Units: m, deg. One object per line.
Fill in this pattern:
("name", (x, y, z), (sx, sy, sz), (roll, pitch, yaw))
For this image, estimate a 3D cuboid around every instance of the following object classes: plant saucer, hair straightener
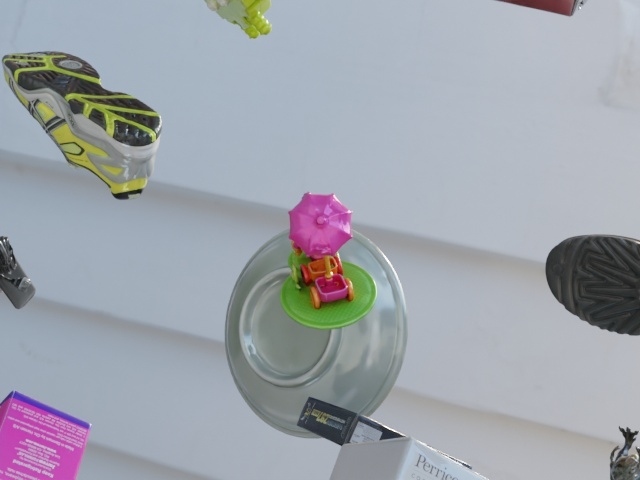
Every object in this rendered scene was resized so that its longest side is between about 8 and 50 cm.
("plant saucer", (-0.037, 0.158, 1.666), (0.100, 0.401, 0.400), (16, 86, -57))
("hair straightener", (-0.401, 0.023, 1.174), (0.047, 0.089, 0.230), (-51, 164, -31))

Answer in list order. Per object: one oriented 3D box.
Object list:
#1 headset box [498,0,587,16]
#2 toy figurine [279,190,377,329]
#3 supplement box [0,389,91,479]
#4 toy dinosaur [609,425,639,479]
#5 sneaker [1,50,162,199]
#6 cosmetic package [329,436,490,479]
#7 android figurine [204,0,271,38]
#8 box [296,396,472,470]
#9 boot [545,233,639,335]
("headset box", (0.189, -0.333, 0.999), (0.218, 0.293, 0.110), (-42, 145, -59))
("toy figurine", (0.000, 0.000, 1.184), (0.173, 0.130, 0.159), (-113, -167, -48))
("supplement box", (-0.368, 0.310, 1.078), (0.111, 0.114, 0.220), (-41, -152, 39))
("toy dinosaur", (0.550, 0.408, 1.625), (0.118, 0.064, 0.268), (-62, 146, -25))
("sneaker", (-0.408, -0.197, 1.491), (0.145, 0.385, 0.147), (-16, 131, -39))
("cosmetic package", (0.085, 0.319, 0.940), (0.151, 0.151, 0.183), (-28, -145, 60))
("android figurine", (-0.163, -0.376, 1.204), (0.056, 0.273, 0.248), (-45, -160, -8))
("box", (0.100, 0.331, 1.475), (0.183, 0.233, 0.059), (0, -117, 65))
("boot", (0.617, 0.046, 1.501), (0.445, 0.367, 0.146), (-16, 114, -55))
